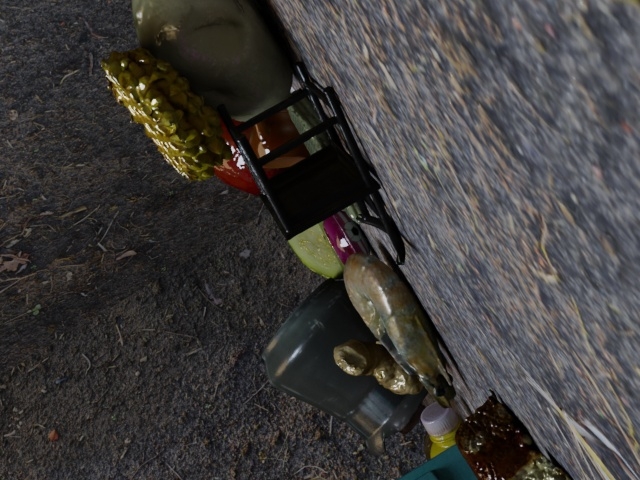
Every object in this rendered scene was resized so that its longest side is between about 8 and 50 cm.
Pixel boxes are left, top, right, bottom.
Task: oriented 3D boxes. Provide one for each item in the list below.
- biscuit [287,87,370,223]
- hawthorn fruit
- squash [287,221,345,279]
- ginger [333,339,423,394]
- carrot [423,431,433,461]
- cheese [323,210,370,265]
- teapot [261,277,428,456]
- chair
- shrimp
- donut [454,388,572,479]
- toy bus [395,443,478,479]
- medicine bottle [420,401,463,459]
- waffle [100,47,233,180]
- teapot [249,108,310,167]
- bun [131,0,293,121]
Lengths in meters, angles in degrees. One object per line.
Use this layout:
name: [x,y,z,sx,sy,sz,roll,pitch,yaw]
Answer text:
biscuit: [0.012,-0.120,1.209,0.121,0.040,0.199,53,174,47]
hawthorn fruit: [-0.163,-0.200,1.687,0.251,0.190,0.189,20,-178,-6]
squash: [0.013,-0.001,1.865,0.220,0.133,0.220,56,172,12]
ginger: [0.154,0.237,1.549,0.147,0.081,0.333,20,-176,31]
carrot: [0.341,0.547,1.874,0.302,0.138,0.139,54,175,50]
cheese: [0.036,-0.029,1.642,0.244,0.062,0.155,58,177,36]
teapot: [0.089,0.281,1.884,0.361,0.306,0.376,42,-153,7]
chair: [-0.006,-0.074,1.048,0.260,0.141,0.154,63,176,-30]
shrimp: [0.135,0.158,1.418,0.317,0.077,0.168,61,157,-7]
donut: [0.254,0.306,1.035,0.141,0.085,0.217,59,176,-19]
toy bus: [0.205,0.402,1.255,0.128,0.256,0.147,55,173,51]
medicine bottle: [0.278,0.423,1.648,0.213,0.121,0.122,59,178,-18]
waffle: [-0.200,-0.167,1.061,0.197,0.070,0.193,38,164,33]
teapot: [-0.065,-0.184,1.396,0.173,0.116,0.116,4,-131,-59]
bun: [-0.156,-0.283,1.130,0.273,0.168,0.273,55,-175,-7]
